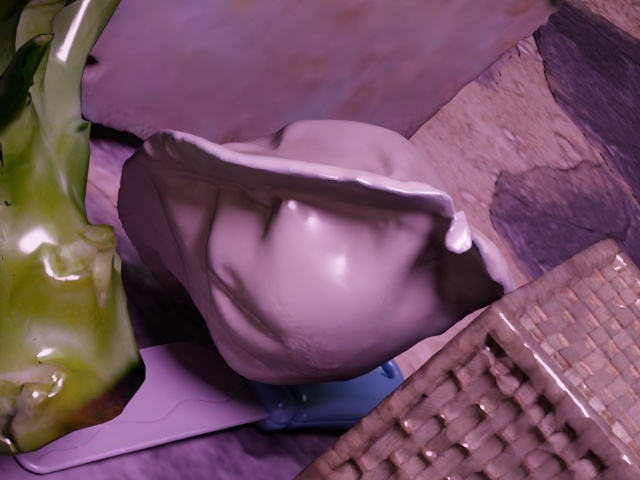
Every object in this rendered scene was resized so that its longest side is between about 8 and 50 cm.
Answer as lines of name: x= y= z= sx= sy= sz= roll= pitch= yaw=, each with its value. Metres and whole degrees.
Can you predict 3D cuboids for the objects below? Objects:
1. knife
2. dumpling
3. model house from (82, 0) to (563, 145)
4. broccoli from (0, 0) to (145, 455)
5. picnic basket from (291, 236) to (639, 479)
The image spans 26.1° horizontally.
knife: x=-0.047 y=0.070 z=0.634 sx=0.244 sy=0.032 sz=0.058 roll=1 pitch=52 yaw=-48
dumpling: x=-0.017 y=-0.003 z=0.593 sx=0.155 sy=0.181 sz=0.111 roll=44 pitch=30 yaw=-40
model house: x=-0.050 y=-0.211 z=0.789 sx=0.284 sy=0.243 sz=0.298 roll=54 pitch=17 yaw=27
broccoli: x=-0.151 y=-0.081 z=0.490 sx=0.297 sy=0.298 sz=0.297 roll=-52 pitch=136 yaw=-63
picnic basket: x=0.075 y=0.124 z=0.534 sx=0.154 sy=0.196 sz=0.134 roll=52 pitch=27 yaw=11
